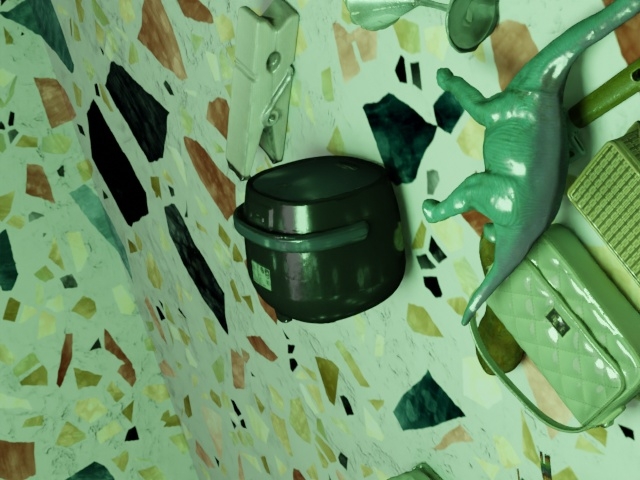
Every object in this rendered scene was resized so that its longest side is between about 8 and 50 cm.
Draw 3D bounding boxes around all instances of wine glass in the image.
[{"bbox_3d":[0.130,-0.305,1.251,0.183,0.122,0.122,28,134,45],"label":"wine glass"}]

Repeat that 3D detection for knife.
[{"bbox_3d":[0.292,-0.123,1.186,0.061,0.027,0.343,62,152,5],"label":"knife"}]

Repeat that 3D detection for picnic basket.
[{"bbox_3d":[0.360,-0.037,1.071,0.164,0.079,0.115,57,150,20],"label":"picnic basket"}]

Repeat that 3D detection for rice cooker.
[{"bbox_3d":[0.000,0.000,1.559,0.267,0.267,0.224,27,128,51],"label":"rice cooker"}]

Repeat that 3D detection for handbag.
[{"bbox_3d":[0.293,0.126,1.260,0.256,0.079,0.219,55,133,23],"label":"handbag"}]

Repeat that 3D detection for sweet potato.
[{"bbox_3d":[0.252,0.095,1.387,0.081,0.062,0.233,30,132,50],"label":"sweet potato"}]

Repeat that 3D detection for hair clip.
[{"bbox_3d":[-0.101,-0.257,1.716,0.085,0.101,0.331,52,147,33],"label":"hair clip"}]

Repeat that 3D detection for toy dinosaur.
[{"bbox_3d":[0.260,-0.093,1.112,0.331,0.129,0.383,-6,84,60],"label":"toy dinosaur"}]

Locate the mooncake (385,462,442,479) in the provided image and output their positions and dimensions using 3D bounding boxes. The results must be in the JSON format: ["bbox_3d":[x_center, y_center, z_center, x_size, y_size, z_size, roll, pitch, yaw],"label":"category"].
[{"bbox_3d":[0.202,0.556,1.737,0.250,0.136,0.254,42,143,46],"label":"mooncake"}]

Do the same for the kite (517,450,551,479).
[{"bbox_3d":[0.354,0.429,1.508,0.198,0.006,0.244,28,133,51],"label":"kite"}]
